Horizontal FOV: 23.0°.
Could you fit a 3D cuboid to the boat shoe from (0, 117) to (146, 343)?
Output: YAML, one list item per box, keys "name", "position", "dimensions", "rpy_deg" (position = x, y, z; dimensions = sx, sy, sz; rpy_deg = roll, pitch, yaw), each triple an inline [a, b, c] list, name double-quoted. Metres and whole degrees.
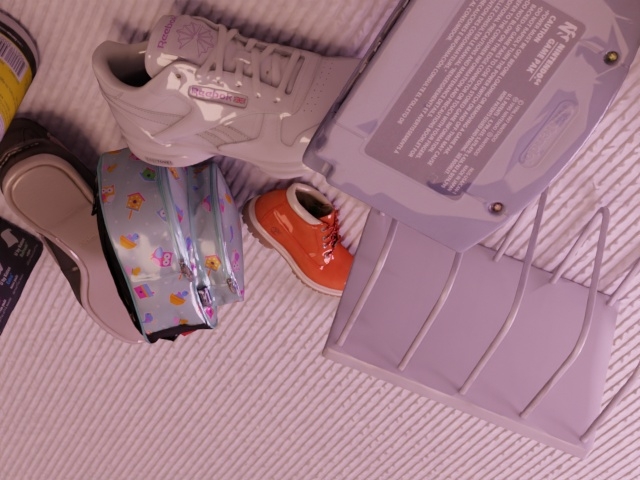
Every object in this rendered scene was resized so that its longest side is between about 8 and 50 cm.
- name: "boat shoe"
  position: [-0.255, -0.012, 1.753]
  dimensions: [0.112, 0.095, 0.335]
  rpy_deg: [-28, 137, 3]

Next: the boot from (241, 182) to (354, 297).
- name: "boot"
  position: [0.000, 0.000, 1.657]
  dimensions: [0.158, 0.059, 0.084]
  rpy_deg: [39, 136, -24]

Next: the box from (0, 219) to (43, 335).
- name: "box"
  position: [-0.491, 0.022, 1.848]
  dimensions: [0.270, 0.143, 0.165]
  rpy_deg: [32, 142, -16]

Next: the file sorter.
- name: "file sorter"
  position: [0.176, 0.046, 1.517]
  dimensions: [0.277, 0.193, 0.173]
  rpy_deg: [22, 142, -3]

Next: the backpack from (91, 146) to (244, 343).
- name: "backpack"
  position: [-0.156, -0.011, 1.618]
  dimensions: [0.144, 0.166, 0.188]
  rpy_deg: [-18, 127, 9]

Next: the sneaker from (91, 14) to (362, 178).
- name: "sneaker"
  position: [-0.079, -0.137, 1.453]
  dimensions: [0.305, 0.114, 0.152]
  rpy_deg: [-1, 142, 27]

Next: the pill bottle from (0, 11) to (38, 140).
- name: "pill bottle"
  position: [-0.366, -0.122, 1.533]
  dimensions: [0.119, 0.208, 0.119]
  rpy_deg: [13, 145, 10]

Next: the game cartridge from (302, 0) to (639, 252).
- name: "game cartridge"
  position: [0.138, -0.131, 1.329]
  dimensions: [0.196, 0.060, 0.294]
  rpy_deg: [30, 122, -9]

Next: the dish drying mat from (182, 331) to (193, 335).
- name: "dish drying mat"
  position: [-0.189, 0.089, 1.912]
  dimensions: [0.083, 0.008, 0.032]
  rpy_deg: [35, 143, -23]
